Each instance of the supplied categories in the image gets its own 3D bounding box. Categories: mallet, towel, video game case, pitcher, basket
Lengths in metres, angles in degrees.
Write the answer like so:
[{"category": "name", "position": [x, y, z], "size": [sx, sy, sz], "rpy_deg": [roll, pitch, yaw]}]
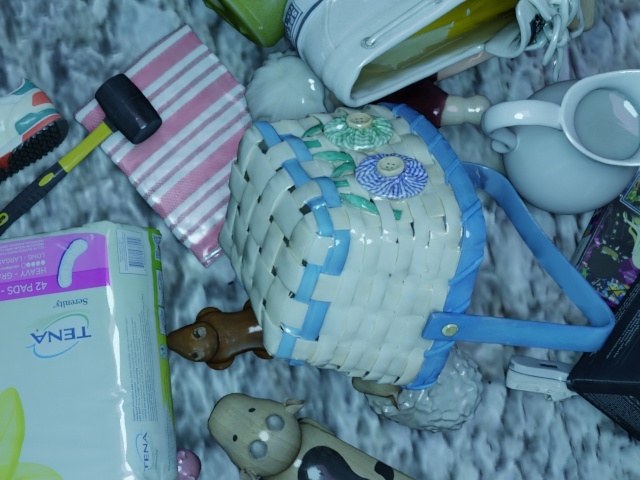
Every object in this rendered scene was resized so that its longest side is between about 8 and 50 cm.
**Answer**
[{"category": "mallet", "position": [-0.224, -0.065, 1.241], "size": [0.062, 0.039, 0.190], "rpy_deg": [42, 92, 7]}, {"category": "towel", "position": [-0.119, -0.091, 1.282], "size": [0.144, 0.029, 0.197], "rpy_deg": [-40, 87, -12]}, {"category": "video game case", "position": [0.384, 0.003, 1.338], "size": [0.232, 0.042, 0.210], "rpy_deg": [28, 79, -4]}, {"category": "pitcher", "position": [0.217, -0.094, 1.241], "size": [0.177, 0.207, 0.125], "rpy_deg": [4, 82, -8]}, {"category": "basket", "position": [0.078, 0.005, 1.139], "size": [0.289, 0.255, 0.201], "rpy_deg": [6, 121, -29]}]

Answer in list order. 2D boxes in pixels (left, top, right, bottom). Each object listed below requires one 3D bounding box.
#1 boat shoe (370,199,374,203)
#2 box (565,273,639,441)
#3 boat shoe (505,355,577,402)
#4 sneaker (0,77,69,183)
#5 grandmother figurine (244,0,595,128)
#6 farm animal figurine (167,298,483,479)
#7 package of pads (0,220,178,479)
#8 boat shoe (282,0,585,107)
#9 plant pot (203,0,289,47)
[{"category": "boat shoe", "position": [0.000, 0.000, 1.278], "size": [0.152, 0.056, 0.049], "rpy_deg": [-22, 112, -19]}, {"category": "box", "position": [0.419, 0.041, 1.159], "size": [0.179, 0.312, 0.343], "rpy_deg": [38, 81, -3]}, {"category": "boat shoe", "position": [0.226, 0.138, 1.303], "size": [0.100, 0.035, 0.035], "rpy_deg": [10, 108, -11]}, {"category": "sneaker", "position": [-0.316, -0.091, 1.243], "size": [0.161, 0.057, 0.075], "rpy_deg": [-32, 71, -10]}, {"category": "grandmother figurine", "position": [0.090, -0.181, 1.277], "size": [0.342, 0.104, 0.208], "rpy_deg": [-24, 54, -13]}, {"category": "farm animal figurine", "position": [-0.036, 0.216, 1.178], "size": [0.326, 0.172, 0.330], "rpy_deg": [15, 80, -7]}, {"category": "package of pads", "position": [-0.271, 0.118, 1.136], "size": [0.296, 0.101, 0.229], "rpy_deg": [-9, 81, 18]}, {"category": "boat shoe", "position": [0.163, -0.201, 1.149], "size": [0.367, 0.136, 0.156], "rpy_deg": [-21, 58, -16]}, {"category": "plant pot", "position": [-0.014, -0.374, 1.198], "size": [0.366, 0.366, 0.353], "rpy_deg": [44, 91, -1]}]
